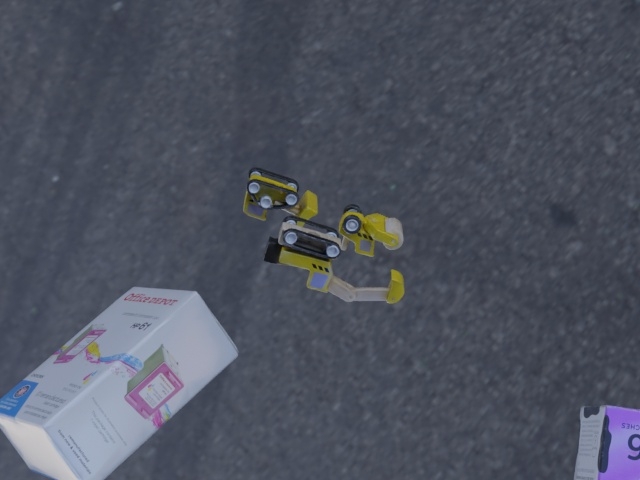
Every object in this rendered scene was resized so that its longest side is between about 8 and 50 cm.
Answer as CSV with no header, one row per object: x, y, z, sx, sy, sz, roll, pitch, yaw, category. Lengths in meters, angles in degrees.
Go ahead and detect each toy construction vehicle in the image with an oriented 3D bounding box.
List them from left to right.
0.000,0.000,0.828,0.098,0.086,0.035,17,111,-10,toy construction vehicle

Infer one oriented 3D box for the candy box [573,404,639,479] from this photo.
0.226,0.204,0.827,0.164,0.070,0.196,8,82,-1,candy box

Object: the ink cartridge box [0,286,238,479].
-0.121,0.083,0.840,0.088,0.122,0.052,1,127,56,ink cartridge box
